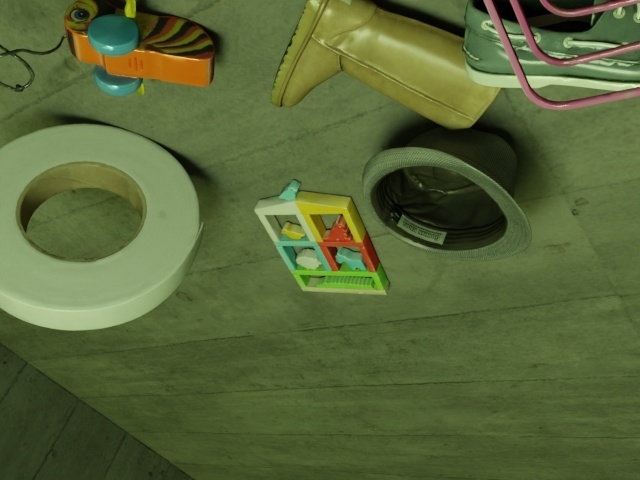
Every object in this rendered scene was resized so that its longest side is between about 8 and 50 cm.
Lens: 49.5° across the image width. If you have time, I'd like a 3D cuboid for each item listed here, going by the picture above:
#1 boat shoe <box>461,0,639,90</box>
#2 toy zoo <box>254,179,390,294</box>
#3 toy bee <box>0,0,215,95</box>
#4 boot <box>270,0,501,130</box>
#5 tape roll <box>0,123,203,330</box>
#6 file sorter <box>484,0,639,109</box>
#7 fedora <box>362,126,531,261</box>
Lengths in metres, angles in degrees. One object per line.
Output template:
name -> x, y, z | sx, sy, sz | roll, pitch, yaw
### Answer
boat shoe -> 0.310, -0.232, 0.750 | 0.319, 0.116, 0.099 | 3, 139, 25
toy zoo -> 0.000, 0.000, 1.309 | 0.192, 0.030, 0.293 | 1, 139, 27
toy bee -> -0.303, -0.306, 1.004 | 0.298, 0.162, 0.195 | 11, 142, -29
boot -> 0.081, -0.214, 0.945 | 0.269, 0.089, 0.236 | 24, 149, -7
tape roll -> -0.398, -0.034, 1.175 | 0.391, 0.392, 0.072 | 21, 143, 1
file sorter -> 0.258, -0.282, 0.594 | 0.182, 0.291, 0.202 | -6, 136, 37
fedora -> 0.194, -0.082, 1.016 | 0.243, 0.124, 0.275 | 40, 153, -18
